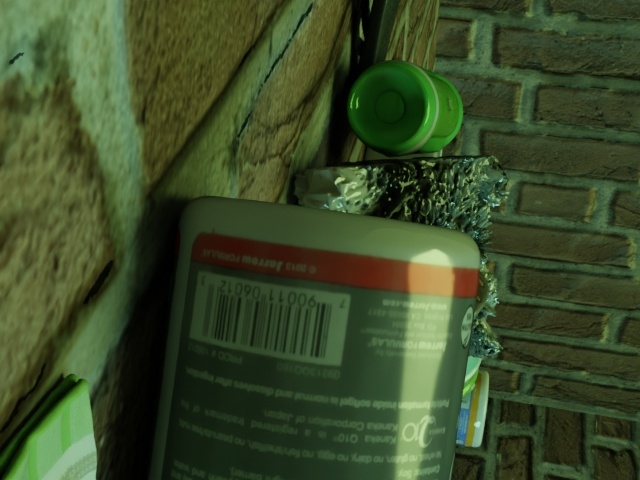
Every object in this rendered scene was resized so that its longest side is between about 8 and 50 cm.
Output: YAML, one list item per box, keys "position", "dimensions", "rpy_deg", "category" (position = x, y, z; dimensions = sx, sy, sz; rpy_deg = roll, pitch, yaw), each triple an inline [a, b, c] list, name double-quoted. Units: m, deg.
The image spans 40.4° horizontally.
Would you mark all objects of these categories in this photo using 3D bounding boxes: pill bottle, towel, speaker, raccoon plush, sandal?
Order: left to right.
- position: [-0.138, 0.160, 0.440]
  dimensions: [0.113, 0.023, 0.152]
  rpy_deg: [-66, 161, -62]
  category: "towel"
- position: [-0.016, 0.160, 0.601]
  dimensions: [0.210, 0.210, 0.363]
  rpy_deg: [1, 97, -80]
  category: "pill bottle"
- position: [0.070, -0.304, 1.234]
  dimensions: [0.097, 0.054, 0.254]
  rpy_deg: [-51, 158, -59]
  category: "sandal"
- position: [0.089, 0.044, 1.147]
  dimensions: [0.446, 0.216, 0.299]
  rpy_deg: [-9, 99, -48]
  category: "raccoon plush"
- position: [0.127, -0.185, 1.243]
  dimensions: [0.296, 0.131, 0.131]
  rpy_deg: [-22, 119, -72]
  category: "speaker"
- position: [0.186, 0.310, 1.706]
  dimensions: [0.152, 0.272, 0.152]
  rpy_deg: [7, 90, -80]
  category: "pill bottle"

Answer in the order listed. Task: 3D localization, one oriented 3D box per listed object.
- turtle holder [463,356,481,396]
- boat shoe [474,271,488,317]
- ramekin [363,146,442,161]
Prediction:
- position: [0.140, 0.181, 1.552]
  dimensions: [0.243, 0.320, 0.227]
  rpy_deg: [-116, -156, -48]
  category: "turtle holder"
- position: [0.045, 0.127, 0.925]
  dimensions: [0.355, 0.132, 0.130]
  rpy_deg: [-29, 162, -39]
  category: "boat shoe"
- position: [0.146, -0.087, 1.594]
  dimensions: [0.273, 0.127, 0.273]
  rpy_deg: [8, 90, -80]
  category: "ramekin"
